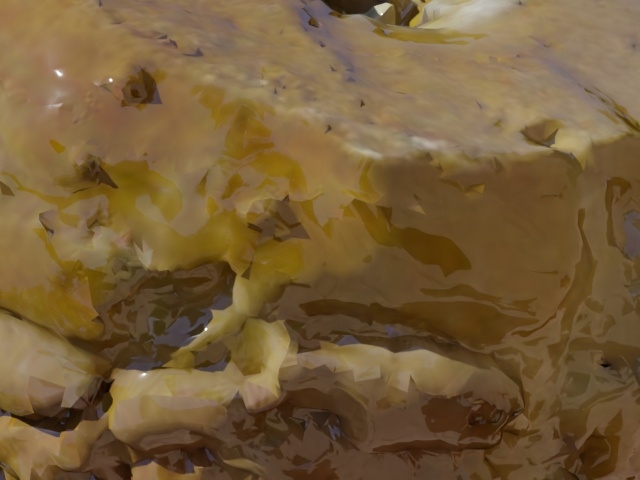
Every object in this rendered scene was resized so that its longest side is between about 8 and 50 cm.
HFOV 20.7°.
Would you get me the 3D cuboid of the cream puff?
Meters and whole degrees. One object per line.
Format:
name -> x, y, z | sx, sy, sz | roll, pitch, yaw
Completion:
cream puff -> 0.000, 0.000, 0.610 | 0.327, 0.343, 0.231 | -80, 6, -60
